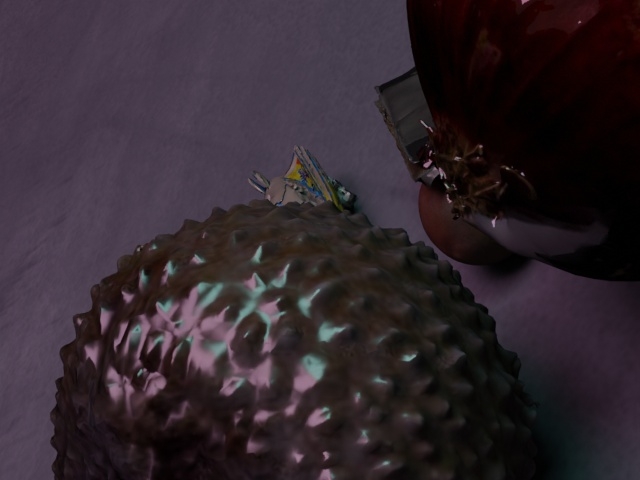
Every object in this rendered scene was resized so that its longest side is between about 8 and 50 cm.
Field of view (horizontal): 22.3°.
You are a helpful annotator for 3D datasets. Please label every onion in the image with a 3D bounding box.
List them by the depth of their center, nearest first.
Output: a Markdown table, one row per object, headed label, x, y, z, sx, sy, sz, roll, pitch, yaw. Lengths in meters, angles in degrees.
| label | x | y | z | sx | sy | sz | roll | pitch | yaw |
| --- | --- | --- | --- | --- | --- | --- | --- | --- | --- |
| onion | 0.180 | -0.110 | 0.904 | 0.285 | 0.273 | 0.273 | -33 | 31 | -3 |

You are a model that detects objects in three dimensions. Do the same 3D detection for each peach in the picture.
| label | x | y | z | sx | sy | sz | roll | pitch | yaw |
| --- | --- | --- | --- | --- | --- | --- | --- | --- | --- |
| peach | 0.104 | -0.023 | 1.097 | 0.083 | 0.083 | 0.083 | -37 | 35 | 32 |

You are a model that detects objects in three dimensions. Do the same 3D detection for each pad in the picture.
| label | x | y | z | sx | sy | sz | roll | pitch | yaw |
| --- | --- | --- | --- | --- | --- | --- | --- | --- | --- |
| pad | 0.146 | -0.131 | 1.113 | 0.233 | 0.022 | 0.174 | -32 | 24 | 8 |

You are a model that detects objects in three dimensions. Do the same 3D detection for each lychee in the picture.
| label | x | y | z | sx | sy | sz | roll | pitch | yaw |
| --- | --- | --- | --- | --- | --- | --- | --- | --- | --- |
| lychee | -0.012 | 0.124 | 0.943 | 0.300 | 0.300 | 0.300 | -37 | 35 | 32 |

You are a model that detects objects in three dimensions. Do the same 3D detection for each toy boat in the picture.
| label | x | y | z | sx | sy | sz | roll | pitch | yaw |
| --- | --- | --- | --- | --- | --- | --- | --- | --- | --- |
| toy boat | 0.000 | 0.000 | 1.247 | 0.084 | 0.066 | 0.210 | -53 | 30 | 10 |
